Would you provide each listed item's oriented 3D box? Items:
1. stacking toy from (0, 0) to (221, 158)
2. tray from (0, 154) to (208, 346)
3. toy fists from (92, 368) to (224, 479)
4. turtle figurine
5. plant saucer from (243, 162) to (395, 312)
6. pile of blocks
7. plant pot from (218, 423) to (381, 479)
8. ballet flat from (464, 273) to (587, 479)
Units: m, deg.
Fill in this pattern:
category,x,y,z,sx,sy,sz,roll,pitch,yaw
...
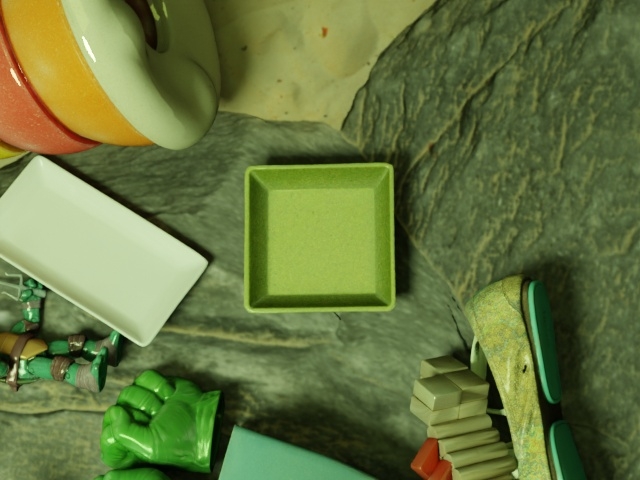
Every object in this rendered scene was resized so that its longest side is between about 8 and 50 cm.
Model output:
category,x,y,z,sx,sy,sz,roll,pitch,yaw
stacking toy,-0.395,-0.218,1.827,0.480,0.350,0.350,-18,79,19
tray,-0.291,0.015,1.859,0.270,0.030,0.145,31,66,9
toy fists,-0.205,0.279,1.746,0.142,0.096,0.279,5,55,4
turtle figurine,-0.371,0.128,1.820,0.234,0.118,0.175,10,40,4
plant saucer,0.000,0.000,1.845,0.188,0.045,0.188,-1,80,4
pile of blocks,0.166,0.311,1.713,0.113,0.149,0.362,-7,62,-31
plant pot,-0.010,0.331,1.733,0.234,0.165,0.165,16,82,1
ballet flat,0.245,0.217,1.764,0.123,0.123,0.348,-11,80,2
